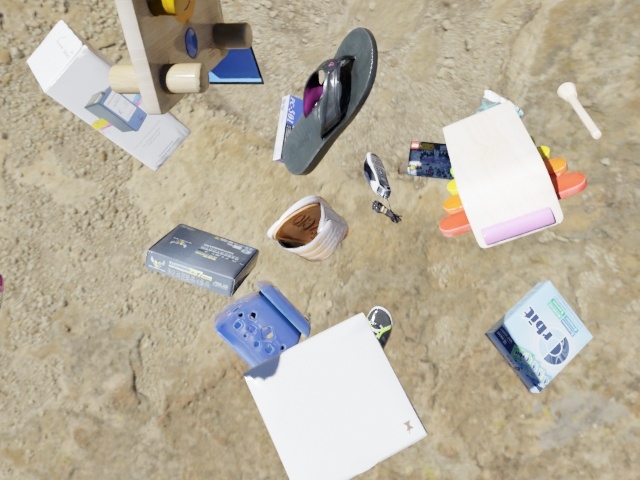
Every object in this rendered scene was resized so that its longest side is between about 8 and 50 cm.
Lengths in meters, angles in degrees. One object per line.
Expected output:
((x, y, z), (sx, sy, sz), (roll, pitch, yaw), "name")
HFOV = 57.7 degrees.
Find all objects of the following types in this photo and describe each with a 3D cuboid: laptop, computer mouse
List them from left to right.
((-0.322, -0.511, 1.685), (0.235, 0.264, 0.136), (4, 110, 16), "laptop")
((0.146, -0.135, 1.473), (0.042, 0.192, 0.106), (-31, 149, 32), "computer mouse")

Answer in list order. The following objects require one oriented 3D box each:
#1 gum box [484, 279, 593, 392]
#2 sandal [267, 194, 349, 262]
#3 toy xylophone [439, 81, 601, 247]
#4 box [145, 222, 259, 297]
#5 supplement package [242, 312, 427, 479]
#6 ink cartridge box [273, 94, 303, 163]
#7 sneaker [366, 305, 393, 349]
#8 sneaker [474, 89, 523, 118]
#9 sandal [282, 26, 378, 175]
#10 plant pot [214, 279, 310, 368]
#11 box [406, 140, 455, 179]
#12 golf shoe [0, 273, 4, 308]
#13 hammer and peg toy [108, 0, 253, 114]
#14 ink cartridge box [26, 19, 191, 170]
((0.465, 0.202, 1.234), (0.184, 0.041, 0.157), (-37, 90, -18), "gum box")
((0.008, -0.007, 1.007), (0.102, 0.265, 0.076), (-44, 69, 13), "sandal")
((0.289, -0.126, 0.871), (0.237, 0.322, 0.081), (-16, 121, 25), "toy xylophone")
((-0.294, 0.045, 1.472), (0.233, 0.183, 0.059), (18, 117, 7), "box")
((0.010, 0.233, 0.845), (0.178, 0.293, 0.175), (-25, 79, -9), "supplement package")
((-0.084, -0.341, 1.826), (0.097, 0.046, 0.206), (14, 81, -35), "ink cartridge box")
((0.157, 0.312, 1.728), (0.084, 0.097, 0.234), (16, 97, 9), "sneaker")
((0.415, -0.297, 1.364), (0.065, 0.166, 0.076), (27, 108, -17), "sneaker")
((0.007, -0.354, 1.543), (0.107, 0.167, 0.445), (0, 134, -43), "sandal")
((-0.168, 0.257, 1.764), (0.212, 0.236, 0.236), (-44, 98, -7), "plant pot")
((0.303, -0.213, 1.544), (0.137, 0.027, 0.093), (7, 101, 11), "box")
((-0.368, 0.007, 0.395), (0.306, 0.115, 0.140), (36, 82, -15), "golf shoe")
((-0.175, -0.349, 0.786), (0.128, 0.361, 0.265), (3, 125, 13), "hammer and peg toy")
((-0.330, -0.225, 0.912), (0.093, 0.154, 0.212), (-47, 137, 1), "ink cartridge box")
